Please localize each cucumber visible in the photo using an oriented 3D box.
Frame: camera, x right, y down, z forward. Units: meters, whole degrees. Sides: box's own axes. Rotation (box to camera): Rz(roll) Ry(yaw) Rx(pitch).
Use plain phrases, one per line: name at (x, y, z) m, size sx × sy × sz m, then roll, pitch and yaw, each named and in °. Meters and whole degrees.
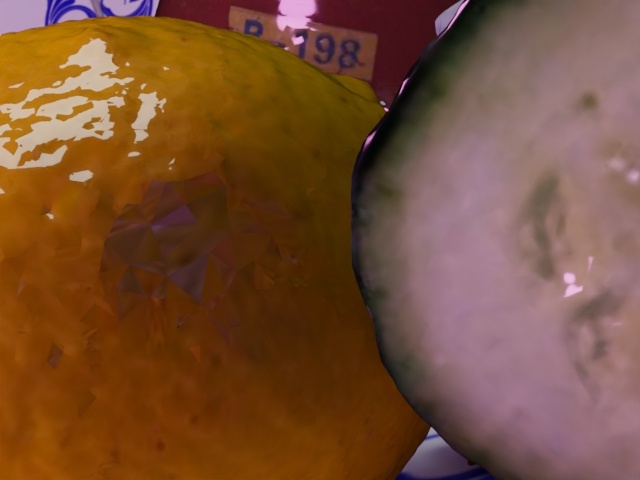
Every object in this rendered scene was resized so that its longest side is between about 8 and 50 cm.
cucumber at (0.109, -0.007, 0.380) m, size 0.191 × 0.191 × 0.130 m, roll -12°, pitch 15°, yaw 34°

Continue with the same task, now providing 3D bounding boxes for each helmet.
helmet at (0.008, -0.228, 1.283) m, size 0.384 × 0.230 × 0.337 m, roll 13°, pitch 27°, yaw 15°

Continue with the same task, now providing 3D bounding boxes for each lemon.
lemon at (-0.068, 0.026, 0.476) m, size 0.260 × 0.204 × 0.204 m, roll -21°, pitch 10°, yaw -17°

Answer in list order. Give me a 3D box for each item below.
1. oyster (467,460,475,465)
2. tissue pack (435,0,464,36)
oyster at (0.091, 0.057, 0.504) m, size 0.132 × 0.029 × 0.086 m, roll -12°, pitch 11°, yaw 16°
tissue pack at (0.244, -0.118, 0.812) m, size 0.287 × 0.162 × 0.388 m, roll -22°, pitch 10°, yaw -3°
